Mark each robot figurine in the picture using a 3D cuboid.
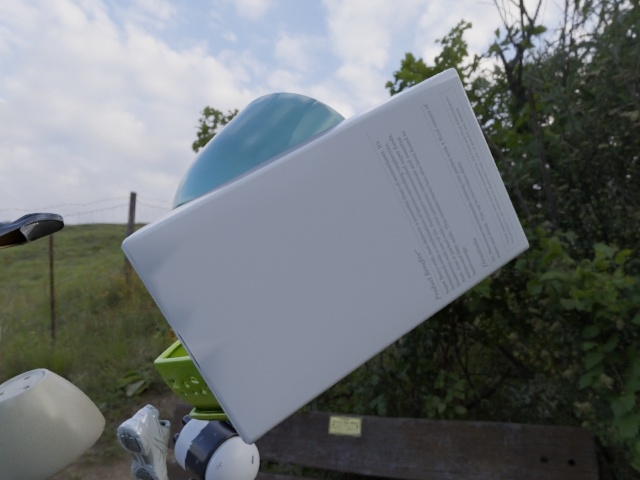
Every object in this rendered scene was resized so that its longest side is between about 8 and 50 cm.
[{"bbox_3d":[-0.296,0.600,1.291,0.278,0.209,0.173,16,24,40],"label":"robot figurine"}]

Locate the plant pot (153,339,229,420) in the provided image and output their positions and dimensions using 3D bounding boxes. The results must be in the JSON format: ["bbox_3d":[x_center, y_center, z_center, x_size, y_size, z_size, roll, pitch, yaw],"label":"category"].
[{"bbox_3d":[-0.237,0.325,1.162,0.227,0.207,0.228,-14,15,28],"label":"plant pot"}]

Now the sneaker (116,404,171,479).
[{"bbox_3d":[-0.390,0.491,1.082,0.090,0.232,0.115,7,28,21],"label":"sneaker"}]

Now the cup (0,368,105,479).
[{"bbox_3d":[-0.863,0.533,1.371,0.331,0.237,0.331,-15,15,4],"label":"cup"}]

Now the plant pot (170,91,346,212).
[{"bbox_3d":[-0.085,-0.044,0.703,0.293,0.293,0.235,-7,31,38],"label":"plant pot"}]

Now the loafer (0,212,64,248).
[{"bbox_3d":[-0.629,-0.013,0.964,0.170,0.062,0.061,-22,48,-38],"label":"loafer"}]

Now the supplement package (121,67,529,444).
[{"bbox_3d":[0.000,0.000,0.428,0.293,0.177,0.175,-30,12,-15],"label":"supplement package"}]
